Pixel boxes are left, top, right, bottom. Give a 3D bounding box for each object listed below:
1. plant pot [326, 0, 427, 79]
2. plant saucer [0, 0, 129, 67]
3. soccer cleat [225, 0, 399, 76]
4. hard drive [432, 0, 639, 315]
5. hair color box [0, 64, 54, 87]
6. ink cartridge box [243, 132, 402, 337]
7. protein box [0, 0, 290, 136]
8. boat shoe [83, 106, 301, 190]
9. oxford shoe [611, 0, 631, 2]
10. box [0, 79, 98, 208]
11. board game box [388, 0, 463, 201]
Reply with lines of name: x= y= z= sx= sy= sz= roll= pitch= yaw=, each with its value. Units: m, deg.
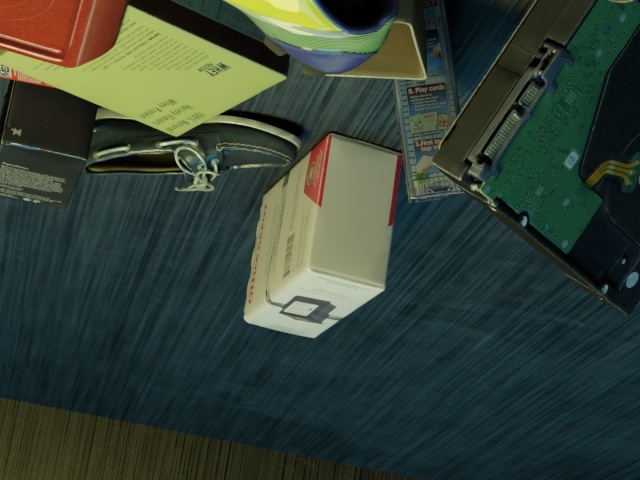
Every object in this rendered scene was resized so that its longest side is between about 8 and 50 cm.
plant pot: x=0.043 y=-0.214 z=1.549 sx=0.109 sy=0.096 sz=0.109 roll=4 pitch=159 yaw=14
plant saucer: x=-0.277 y=-0.224 z=1.358 sx=0.259 sy=0.047 sz=0.258 roll=15 pitch=157 yaw=-10
soccer cleat: x=-0.064 y=-0.238 z=1.397 sx=0.289 sy=0.093 sz=0.121 roll=29 pitch=145 yaw=-19
hard drive: x=0.263 y=-0.092 z=1.602 sx=0.064 sy=0.237 sz=0.339 roll=33 pitch=180 yaw=40
hair color box: x=-0.243 y=-0.199 z=1.709 sx=0.167 sy=0.093 sz=0.053 roll=12 pitch=159 yaw=-6
ink cartridge box: x=0.000 y=0.000 z=2.022 sx=0.100 sy=0.172 sz=0.237 roll=15 pitch=159 yaw=-16
protein box: x=-0.155 y=-0.215 z=1.570 sx=0.201 sy=0.136 sz=0.200 roll=22 pitch=155 yaw=-30
boat shoe: x=-0.151 y=-0.100 z=1.952 sx=0.255 sy=0.079 sz=0.095 roll=7 pitch=159 yaw=5
oxford shoe: x=0.257 y=-0.229 z=1.226 sx=0.364 sy=0.132 sz=0.130 roll=3 pitch=162 yaw=16
box: x=-0.288 y=-0.135 z=1.805 sx=0.093 sy=0.156 sz=0.158 roll=13 pitch=159 yaw=-12
board game box: x=0.102 y=-0.136 z=1.653 sx=0.060 sy=0.194 sz=0.194 roll=-7 pitch=180 yaw=2
